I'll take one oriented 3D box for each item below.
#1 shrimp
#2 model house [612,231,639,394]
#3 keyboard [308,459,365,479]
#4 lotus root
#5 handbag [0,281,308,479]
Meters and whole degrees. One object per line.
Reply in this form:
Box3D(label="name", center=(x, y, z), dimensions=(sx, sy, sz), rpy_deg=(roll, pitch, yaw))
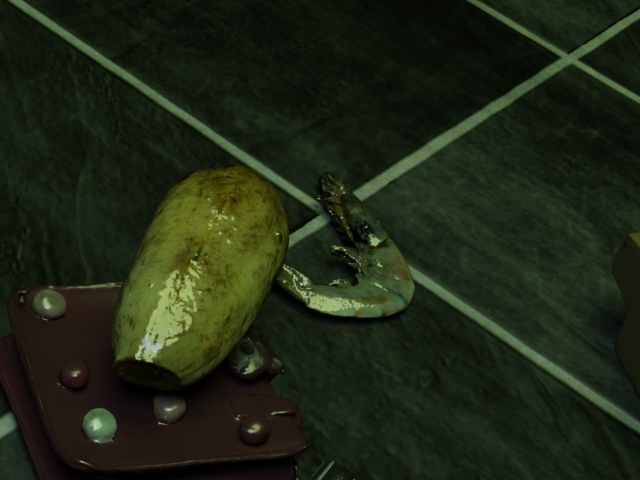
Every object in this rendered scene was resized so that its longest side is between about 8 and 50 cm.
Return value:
Box3D(label="shrimp", center=(-0.001, 0.003, 1.396), dimensions=(0.148, 0.035, 0.195), rpy_deg=(-8, 46, -26))
Box3D(label="model house", center=(0.411, 0.053, 1.369), dimensions=(0.248, 0.181, 0.176), rpy_deg=(-2, 42, -16))
Box3D(label="keyboard", center=(-0.014, 0.247, 1.097), dimensions=(0.093, 0.025, 0.230), rpy_deg=(31, 40, 12))
Box3D(label="lotus root", center=(-0.089, 0.020, 1.175), dimensions=(0.110, 0.097, 0.258), rpy_deg=(23, 40, -1))
Box3D(label="handbag", center=(-0.131, 0.114, 1.173), dimensions=(0.216, 0.074, 0.203), rpy_deg=(-4, 44, -27))
